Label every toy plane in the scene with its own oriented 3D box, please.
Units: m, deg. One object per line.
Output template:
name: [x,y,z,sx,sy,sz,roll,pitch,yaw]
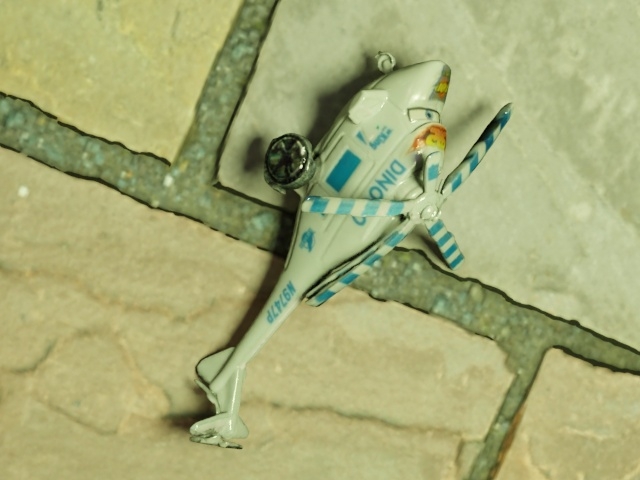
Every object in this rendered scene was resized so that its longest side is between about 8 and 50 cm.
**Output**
toy plane: [0.005,0.003,1.189,0.182,0.107,0.273,-4,131,-48]
